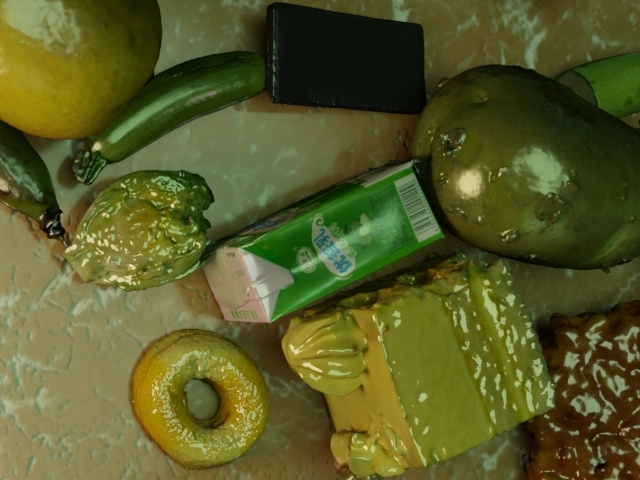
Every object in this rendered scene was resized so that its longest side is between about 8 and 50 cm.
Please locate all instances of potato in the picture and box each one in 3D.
[{"bbox_3d":[0.293,-0.078,1.895,0.359,0.269,0.219,20,126,-15],"label":"potato"}]

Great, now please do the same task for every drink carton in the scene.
[{"bbox_3d":[0.000,0.000,1.835,0.271,0.161,0.108,-25,97,-23],"label":"drink carton"}]

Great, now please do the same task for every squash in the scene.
[{"bbox_3d":[-0.173,-0.169,1.815,0.318,0.071,0.080,-30,79,-23],"label":"squash"},{"bbox_3d":[0.419,-0.215,2.044,0.188,0.095,0.095,-21,96,-24],"label":"squash"}]

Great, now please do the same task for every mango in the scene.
[{"bbox_3d":[-0.354,-0.316,1.649,0.445,0.220,0.301,52,34,-3],"label":"mango"}]

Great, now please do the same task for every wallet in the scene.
[{"bbox_3d":[0.034,-0.228,1.898,0.244,0.025,0.124,1,87,-35],"label":"wallet"}]

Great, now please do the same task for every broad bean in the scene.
[{"bbox_3d":[-0.387,-0.134,1.734,0.077,0.061,0.339,-29,99,-11],"label":"broad bean"}]

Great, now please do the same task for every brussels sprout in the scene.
[{"bbox_3d":[-0.212,-0.012,1.784,0.181,0.100,0.139,-24,99,4],"label":"brussels sprout"}]

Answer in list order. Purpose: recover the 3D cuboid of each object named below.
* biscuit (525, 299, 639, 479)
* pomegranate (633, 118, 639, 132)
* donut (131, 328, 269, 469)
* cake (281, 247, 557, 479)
[{"bbox_3d":[0.418,0.238,1.999,0.318,0.110,0.312,-7,92,-6],"label":"biscuit"},{"bbox_3d":[0.548,-0.066,2.030,0.204,0.222,0.276,-26,79,-4],"label":"pomegranate"},{"bbox_3d":[-0.140,0.194,1.822,0.178,0.065,0.162,40,76,-17],"label":"donut"},{"bbox_3d":[0.100,0.156,1.837,0.286,0.222,0.227,-23,95,-21],"label":"cake"}]
